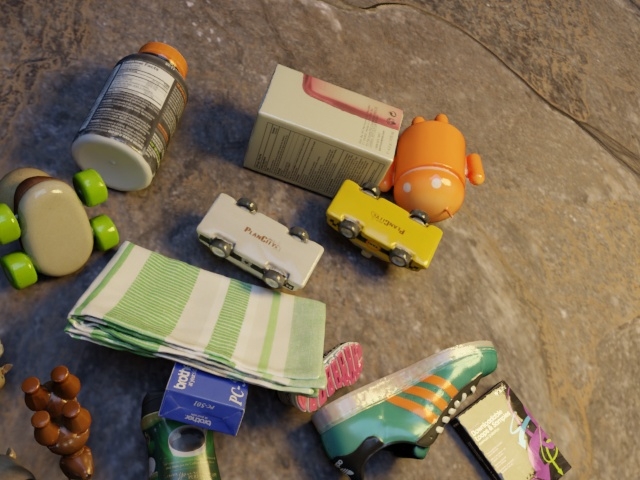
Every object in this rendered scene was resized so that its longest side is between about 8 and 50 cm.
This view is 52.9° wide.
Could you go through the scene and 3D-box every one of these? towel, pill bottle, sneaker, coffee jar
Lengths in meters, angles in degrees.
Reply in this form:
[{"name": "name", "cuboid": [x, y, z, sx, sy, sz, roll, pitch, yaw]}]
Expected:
[{"name": "towel", "cuboid": [-0.148, 0.100, 0.882, 0.324, 0.038, 0.248, 17, 21, -6]}, {"name": "pill bottle", "cuboid": [-0.293, -0.210, 1.040, 0.130, 0.130, 0.246, 18, 56, -7]}, {"name": "sneaker", "cuboid": [-0.003, 0.191, 0.930, 0.170, 0.074, 0.063, -27, 109, -49]}, {"name": "sneaker", "cuboid": [0.142, 0.245, 0.926, 0.302, 0.108, 0.121, -20, 69, -18]}, {"name": "coffee jar", "cuboid": [-0.174, 0.278, 0.813, 0.096, 0.079, 0.184, 2, 59, -26]}]

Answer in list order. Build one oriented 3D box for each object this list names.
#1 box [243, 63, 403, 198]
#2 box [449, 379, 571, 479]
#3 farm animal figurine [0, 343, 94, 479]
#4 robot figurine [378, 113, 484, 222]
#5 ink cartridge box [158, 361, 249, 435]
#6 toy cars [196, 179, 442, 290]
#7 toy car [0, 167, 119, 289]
[{"name": "box", "cuboid": [0.003, -0.175, 1.102, 0.232, 0.149, 0.127, 20, 56, -6]}, {"name": "box", "cuboid": [0.287, 0.308, 0.974, 0.116, 0.029, 0.162, -27, 70, -29]}, {"name": "farm animal figurine", "cuboid": [-0.417, 0.267, 0.699, 0.326, 0.172, 0.330, 29, 54, 18]}, {"name": "robot figurine", "cuboid": [0.197, -0.124, 1.145, 0.158, 0.128, 0.219, 19, 56, -15]}, {"name": "ink cartridge box", "cuboid": [-0.140, 0.163, 0.851, 0.097, 0.046, 0.207, 17, 22, -7]}, {"name": "toy cars", "cuboid": [0.000, 0.000, 1.038, 0.393, 0.087, 0.176, -8, 65, -18]}, {"name": "toy car", "cuboid": [-0.414, -0.045, 0.929, 0.155, 0.149, 0.188, -30, 44, -34]}]
